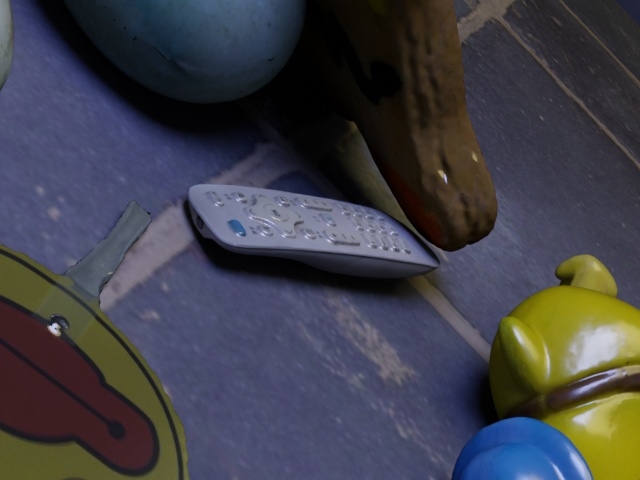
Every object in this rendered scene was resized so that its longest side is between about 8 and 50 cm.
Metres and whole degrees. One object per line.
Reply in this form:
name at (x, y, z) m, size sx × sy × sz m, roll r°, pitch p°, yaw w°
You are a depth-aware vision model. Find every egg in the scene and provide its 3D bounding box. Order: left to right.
egg at (-0.109, -0.208, 0.811) m, size 0.236 × 0.169 × 0.169 m, roll 51°, pitch 29°, yaw 4°

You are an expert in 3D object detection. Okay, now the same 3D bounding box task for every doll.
doll at (0.190, 0.138, 0.810) m, size 0.199 × 0.145 × 0.363 m, roll 48°, pitch 35°, yaw -8°

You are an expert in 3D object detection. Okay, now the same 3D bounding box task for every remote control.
remote control at (0.000, 0.000, 0.830) m, size 0.229 × 0.044 × 0.073 m, roll 6°, pitch 36°, yaw -43°

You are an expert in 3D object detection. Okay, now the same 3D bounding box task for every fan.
fan at (-0.148, 0.063, 0.580) m, size 0.229 × 0.011 × 0.335 m, roll 41°, pitch 30°, yaw -10°

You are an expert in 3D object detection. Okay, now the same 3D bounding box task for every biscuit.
biscuit at (0.015, -0.214, 0.858) m, size 0.394 × 0.076 × 0.368 m, roll 77°, pitch -14°, yaw -48°

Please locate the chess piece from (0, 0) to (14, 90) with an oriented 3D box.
chess piece at (-0.248, -0.194, 0.635) m, size 0.182 × 0.182 × 0.330 m, roll 19°, pitch 45°, yaw -41°
